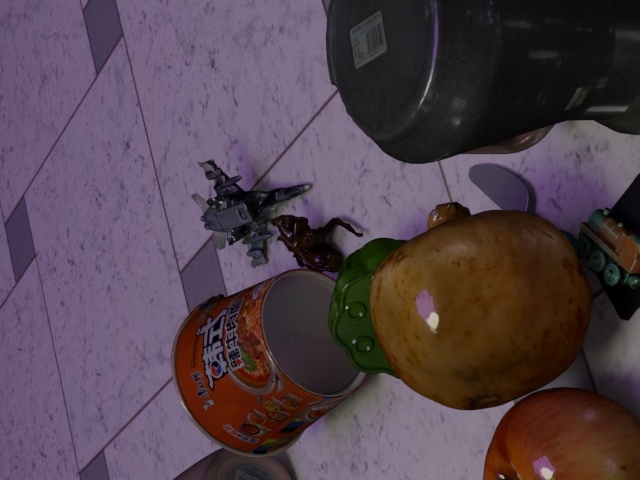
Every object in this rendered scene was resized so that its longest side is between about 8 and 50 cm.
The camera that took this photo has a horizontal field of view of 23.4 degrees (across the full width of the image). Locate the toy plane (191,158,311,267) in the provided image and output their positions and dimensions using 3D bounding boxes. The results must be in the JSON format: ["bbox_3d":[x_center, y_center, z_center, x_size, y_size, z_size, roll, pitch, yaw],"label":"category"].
[{"bbox_3d":[-0.109,-0.051,2.399,0.262,0.088,0.192,-14,107,56],"label":"toy plane"}]

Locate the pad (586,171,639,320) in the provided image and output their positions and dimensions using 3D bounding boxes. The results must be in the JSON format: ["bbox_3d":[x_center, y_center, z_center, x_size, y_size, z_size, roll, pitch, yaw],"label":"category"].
[{"bbox_3d":[0.349,0.002,1.699,0.157,0.003,0.112,-59,43,43],"label":"pad"}]

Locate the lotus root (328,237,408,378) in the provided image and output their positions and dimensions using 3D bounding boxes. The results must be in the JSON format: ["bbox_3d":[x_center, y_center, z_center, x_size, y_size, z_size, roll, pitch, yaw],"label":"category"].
[{"bbox_3d":[0.089,0.061,2.015,0.186,0.186,0.186,6,97,60],"label":"lotus root"}]

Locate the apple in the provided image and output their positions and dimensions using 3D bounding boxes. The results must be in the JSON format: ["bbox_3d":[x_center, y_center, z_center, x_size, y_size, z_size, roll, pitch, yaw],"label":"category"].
[{"bbox_3d":[0.272,0.260,1.688,0.209,0.164,0.209,14,106,60],"label":"apple"}]

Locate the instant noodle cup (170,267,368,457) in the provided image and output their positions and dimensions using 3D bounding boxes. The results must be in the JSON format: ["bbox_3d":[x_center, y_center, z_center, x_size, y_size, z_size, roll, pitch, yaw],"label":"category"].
[{"bbox_3d":[-0.058,0.161,2.192,0.192,0.250,0.250,-34,62,45],"label":"instant noodle cup"}]

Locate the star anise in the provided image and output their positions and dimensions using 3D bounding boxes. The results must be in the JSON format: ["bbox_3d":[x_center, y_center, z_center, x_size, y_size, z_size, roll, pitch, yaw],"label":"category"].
[{"bbox_3d":[0.000,0.000,2.241,0.191,0.070,0.097,9,126,58],"label":"star anise"}]

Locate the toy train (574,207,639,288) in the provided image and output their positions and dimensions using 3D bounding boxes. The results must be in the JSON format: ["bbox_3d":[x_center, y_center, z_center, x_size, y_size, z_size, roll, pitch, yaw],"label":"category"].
[{"bbox_3d":[0.323,0.006,1.699,0.103,0.044,0.064,48,129,45],"label":"toy train"}]

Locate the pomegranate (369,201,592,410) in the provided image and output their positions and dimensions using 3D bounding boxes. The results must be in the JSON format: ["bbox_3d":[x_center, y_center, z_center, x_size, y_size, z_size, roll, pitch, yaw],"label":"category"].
[{"bbox_3d":[0.176,0.070,1.721,0.248,0.248,0.248,6,97,60],"label":"pomegranate"}]

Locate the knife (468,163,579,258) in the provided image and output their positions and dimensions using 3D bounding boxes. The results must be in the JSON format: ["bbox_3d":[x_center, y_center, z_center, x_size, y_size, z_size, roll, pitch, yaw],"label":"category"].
[{"bbox_3d":[0.241,-0.040,1.864,0.244,0.032,0.058,-125,39,-49],"label":"knife"}]

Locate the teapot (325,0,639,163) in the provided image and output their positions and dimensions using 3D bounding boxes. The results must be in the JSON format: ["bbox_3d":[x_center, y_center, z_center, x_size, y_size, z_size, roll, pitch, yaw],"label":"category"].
[{"bbox_3d":[0.193,-0.191,1.617,0.300,0.344,0.253,-54,46,47],"label":"teapot"}]

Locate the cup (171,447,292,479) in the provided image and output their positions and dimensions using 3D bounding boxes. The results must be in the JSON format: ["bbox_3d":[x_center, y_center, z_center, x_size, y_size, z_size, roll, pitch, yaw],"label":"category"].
[{"bbox_3d":[-0.128,0.450,2.393,0.253,0.191,0.200,51,139,4],"label":"cup"}]
